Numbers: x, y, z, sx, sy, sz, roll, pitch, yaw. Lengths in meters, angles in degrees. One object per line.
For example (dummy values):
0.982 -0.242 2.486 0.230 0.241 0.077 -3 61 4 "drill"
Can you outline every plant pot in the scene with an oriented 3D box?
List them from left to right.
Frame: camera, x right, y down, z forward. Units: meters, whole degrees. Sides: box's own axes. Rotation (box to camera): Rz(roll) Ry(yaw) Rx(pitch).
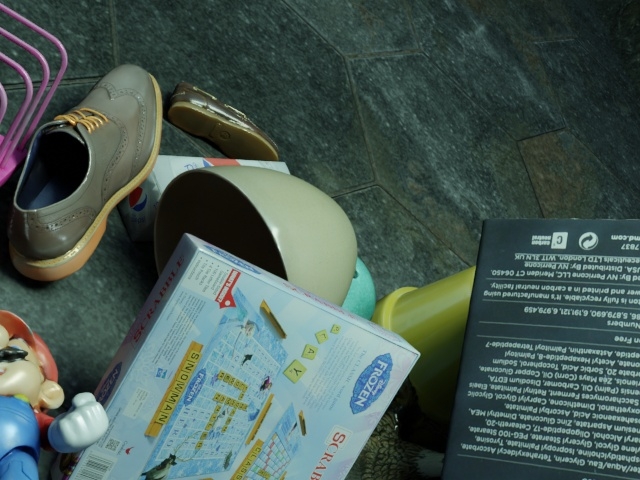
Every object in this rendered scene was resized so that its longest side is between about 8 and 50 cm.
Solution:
-0.062 0.024 1.370 0.191 0.284 0.284 -19 73 -40 "plant pot"
0.216 0.162 1.631 0.254 0.239 0.254 30 39 -29 "plant pot"

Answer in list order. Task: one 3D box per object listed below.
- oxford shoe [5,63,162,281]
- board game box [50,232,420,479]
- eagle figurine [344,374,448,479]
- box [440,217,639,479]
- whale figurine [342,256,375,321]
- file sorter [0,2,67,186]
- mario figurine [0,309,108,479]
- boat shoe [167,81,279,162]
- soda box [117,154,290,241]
-0.294 -0.122 1.332 0.130 0.132 0.363 11 51 5 "oxford shoe"
-0.094 0.197 1.193 0.318 0.318 0.066 28 6 -27 "board game box"
0.099 0.330 1.368 0.226 0.225 0.298 23 51 -13 "eagle figurine"
0.382 0.272 1.348 0.480 0.297 0.471 40 56 -55 "box"
-0.005 0.112 1.512 0.216 0.141 0.272 40 39 -16 "whale figurine"
-0.434 -0.160 1.149 0.202 0.182 0.290 30 23 -8 "file sorter"
-0.333 0.162 1.016 0.198 0.170 0.320 32 16 -26 "mario figurine"
-0.152 -0.190 1.682 0.207 0.073 0.073 32 41 -26 "boat shoe"
-0.160 -0.061 1.535 0.286 0.098 0.091 -2 60 -48 "soda box"
